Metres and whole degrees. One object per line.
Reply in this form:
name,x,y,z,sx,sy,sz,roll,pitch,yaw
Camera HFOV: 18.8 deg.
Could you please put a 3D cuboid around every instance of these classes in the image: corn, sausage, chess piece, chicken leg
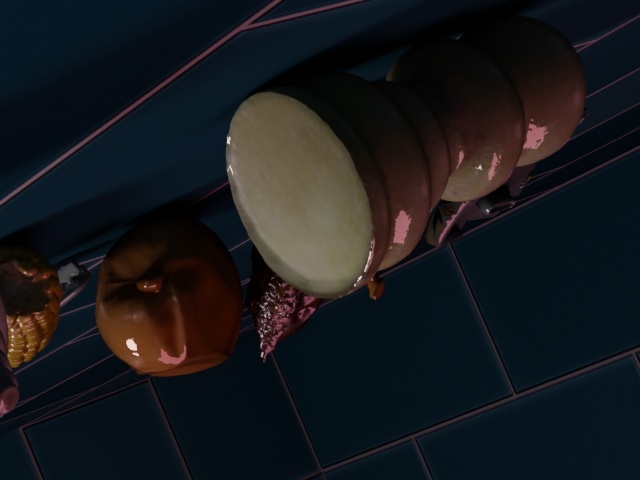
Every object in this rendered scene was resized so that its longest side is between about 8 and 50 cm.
corn,-0.238,0.053,1.487,0.080,0.080,0.238,-22,177,-14
sausage,-0.127,0.050,1.654,0.120,0.136,0.241,-11,179,1
chess piece,0.074,-0.074,1.303,0.251,0.144,0.144,-27,179,-35
chicken leg,0.005,-0.006,1.659,0.234,0.105,0.063,-47,-153,-4

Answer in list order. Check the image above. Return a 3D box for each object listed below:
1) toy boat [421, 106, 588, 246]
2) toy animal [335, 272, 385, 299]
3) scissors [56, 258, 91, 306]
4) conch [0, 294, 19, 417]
toy boat,0.093,-0.066,1.497,0.296,0.122,0.114,-13,144,-52
toy animal,0.003,-0.008,2.012,0.116,0.114,0.255,20,-177,16
scissors,-0.299,0.102,1.680,0.256,0.030,0.125,-39,-170,13
conch,-0.261,0.067,1.072,0.183,0.149,0.275,-25,180,-43
